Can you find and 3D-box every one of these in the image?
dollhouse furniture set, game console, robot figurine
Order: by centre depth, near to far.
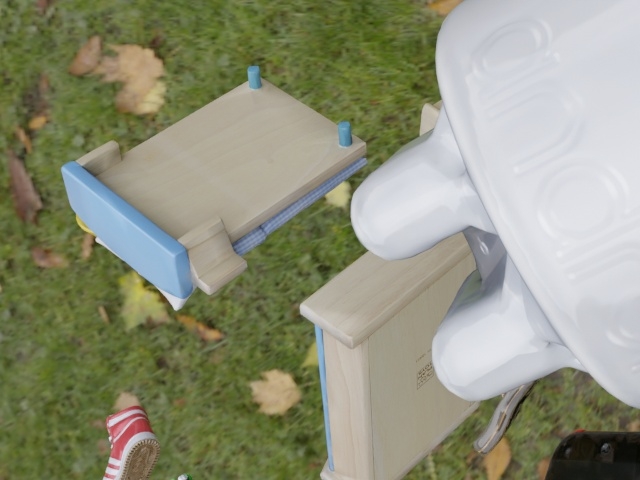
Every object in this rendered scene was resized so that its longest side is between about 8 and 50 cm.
[{"bbox_3d":[0.189,-0.059,0.488,0.353,0.200,0.300,-29,98,20],"label":"robot figurine"},{"bbox_3d":[0.000,0.000,0.932,0.303,0.286,0.198,34,146,32],"label":"dollhouse furniture set"},{"bbox_3d":[0.452,0.451,1.807,0.060,0.386,0.342,28,70,-20],"label":"game console"}]

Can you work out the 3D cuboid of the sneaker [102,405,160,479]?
[{"bbox_3d":[-0.191,0.212,1.130,0.118,0.042,0.067,-59,35,23],"label":"sneaker"}]

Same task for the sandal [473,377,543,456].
[{"bbox_3d":[0.237,0.160,1.434,0.060,0.090,0.219,33,106,17],"label":"sandal"}]

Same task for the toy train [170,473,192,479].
[{"bbox_3d":[-0.072,0.166,0.664,0.017,0.024,0.083,43,152,55],"label":"toy train"}]
